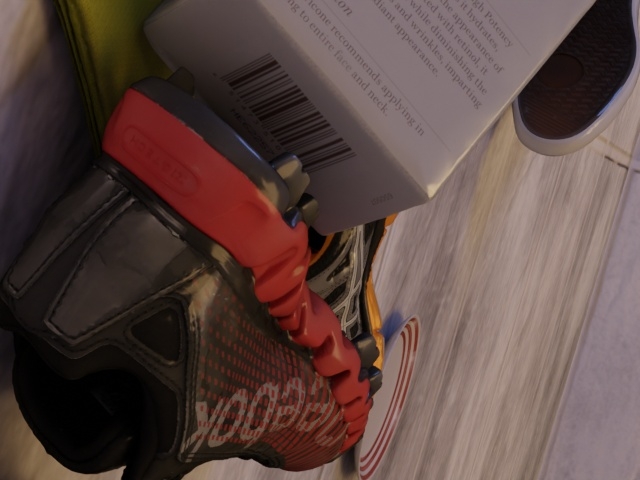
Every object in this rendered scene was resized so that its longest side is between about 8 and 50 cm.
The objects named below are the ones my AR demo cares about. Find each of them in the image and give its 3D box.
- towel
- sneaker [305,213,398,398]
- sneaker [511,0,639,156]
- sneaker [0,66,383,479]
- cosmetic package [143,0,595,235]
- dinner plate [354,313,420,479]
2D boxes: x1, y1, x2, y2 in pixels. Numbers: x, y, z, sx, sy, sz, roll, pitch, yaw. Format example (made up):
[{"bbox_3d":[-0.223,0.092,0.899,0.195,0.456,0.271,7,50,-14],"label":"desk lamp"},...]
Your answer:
[{"bbox_3d":[-0.070,-0.060,0.746,0.237,0.021,0.102,85,22,-54],"label":"towel"},{"bbox_3d":[-0.012,0.024,0.962,0.083,0.084,0.214,-22,125,-55],"label":"sneaker"},{"bbox_3d":[0.250,-0.158,1.658,0.123,0.106,0.290,87,23,-47],"label":"sneaker"},{"bbox_3d":[-0.054,0.047,0.725,0.135,0.098,0.276,-47,155,-11],"label":"sneaker"},{"bbox_3d":[0.049,-0.124,0.714,0.231,0.117,0.085,-49,-163,-29],"label":"cosmetic package"},{"bbox_3d":[0.050,0.124,1.405,0.141,0.017,0.141,17,90,-75],"label":"dinner plate"}]
